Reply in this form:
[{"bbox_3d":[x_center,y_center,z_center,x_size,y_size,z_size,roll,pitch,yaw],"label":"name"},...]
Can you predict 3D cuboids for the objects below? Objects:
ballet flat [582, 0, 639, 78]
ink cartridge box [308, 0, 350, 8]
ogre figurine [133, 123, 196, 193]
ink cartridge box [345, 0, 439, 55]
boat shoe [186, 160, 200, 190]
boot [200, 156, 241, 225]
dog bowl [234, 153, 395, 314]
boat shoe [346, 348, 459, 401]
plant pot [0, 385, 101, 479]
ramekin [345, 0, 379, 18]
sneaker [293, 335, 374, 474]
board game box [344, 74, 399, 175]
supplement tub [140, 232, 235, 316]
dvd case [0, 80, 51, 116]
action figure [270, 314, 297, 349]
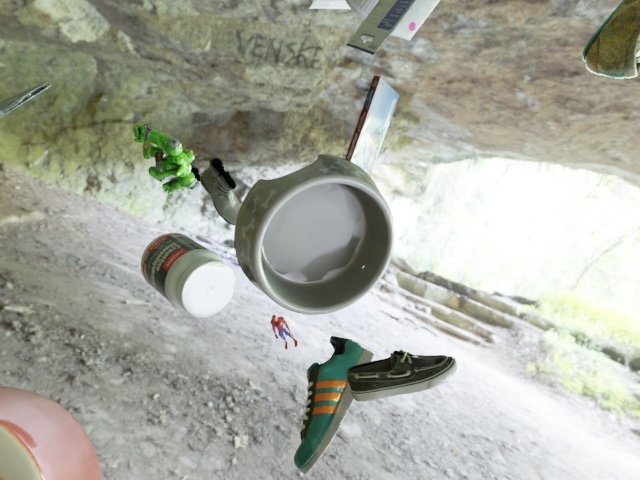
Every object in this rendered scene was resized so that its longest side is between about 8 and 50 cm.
[{"bbox_3d":[0.602,-0.438,0.767,0.123,0.349,0.123,26,21,-11],"label":"ballet flat"},{"bbox_3d":[0.090,-1.028,1.657,0.271,0.310,0.130,-4,12,-9],"label":"ink cartridge box"},{"bbox_3d":[-0.376,-0.192,1.128,0.118,0.197,0.097,12,30,22],"label":"ogre figurine"},{"bbox_3d":[0.228,-0.614,1.133,0.069,0.371,0.176,34,12,-35],"label":"ink cartridge box"},{"bbox_3d":[-0.352,-0.187,1.255,0.049,0.042,0.133,43,18,-36],"label":"boat shoe"},{"bbox_3d":[-0.333,-0.165,1.608,0.247,0.083,0.161,54,-28,-10],"label":"boot"},{"bbox_3d":[0.000,0.000,0.951,0.348,0.349,0.102,21,14,-27],"label":"dog bowl"},{"bbox_3d":[0.160,0.256,0.895,0.219,0.070,0.078,-17,9,5],"label":"boat shoe"},{"bbox_3d":[-0.306,0.230,0.337,0.274,0.275,0.243,21,-32,-18],"label":"plant pot"},{"bbox_3d":[0.173,-0.777,1.350,0.207,0.207,0.109,21,-10,-16],"label":"ramekin"},{"bbox_3d":[0.005,0.349,1.001,0.120,0.302,0.108,27,-33,11],"label":"sneaker"},{"bbox_3d":[0.161,-0.350,1.421,0.027,0.282,0.145,22,4,34],"label":"board game box"},{"bbox_3d":[-0.398,0.098,1.354,0.272,0.191,0.191,23,2,44],"label":"supplement tub"},{"bbox_3d":[-0.795,-0.325,1.126,0.221,0.165,0.018,-8,-52,27],"label":"dvd case"},{"bbox_3d":[-0.082,0.197,0.986,0.038,0.030,0.115,-12,-49,12],"label":"action figure"}]
